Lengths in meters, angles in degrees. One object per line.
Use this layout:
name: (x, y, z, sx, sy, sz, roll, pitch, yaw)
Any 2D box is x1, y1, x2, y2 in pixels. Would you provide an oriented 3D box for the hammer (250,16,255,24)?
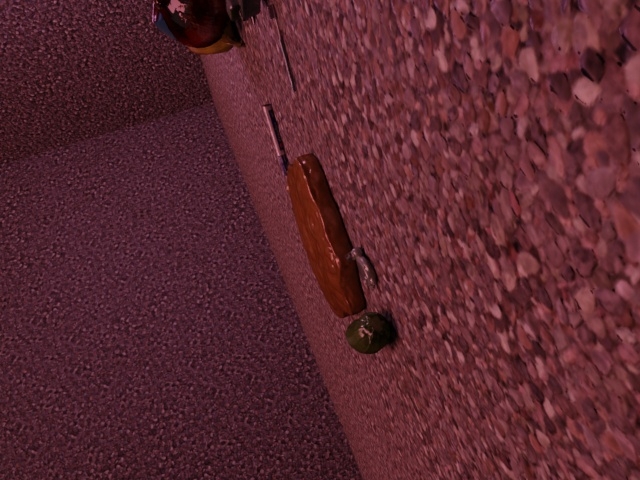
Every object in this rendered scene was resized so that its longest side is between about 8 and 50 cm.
hammer: (-0.174, -0.578, 1.191, 0.065, 0.021, 0.178, -127, 17, -63)

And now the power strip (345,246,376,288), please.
power strip: (0.075, 0.051, 0.972, 0.055, 0.035, 0.083, 91, 156, -65)

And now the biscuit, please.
biscuit: (-0.002, 0.001, 1.232, 0.365, 0.062, 0.385, 165, 86, -80)

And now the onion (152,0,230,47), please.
onion: (-0.367, -0.666, 1.434, 0.272, 0.195, 0.272, 11, 105, 43)

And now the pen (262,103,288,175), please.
pen: (-0.120, -0.276, 1.468, 0.025, 0.025, 0.204, -133, 24, -68)

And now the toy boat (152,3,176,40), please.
toy boat: (-0.439, -0.797, 1.675, 0.136, 0.079, 0.392, 32, -128, -38)

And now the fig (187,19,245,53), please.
fig: (-0.303, -0.616, 1.585, 0.257, 0.159, 0.159, 36, 150, 36)

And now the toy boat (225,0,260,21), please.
toy boat: (-0.162, -0.542, 0.953, 0.319, 0.092, 0.141, 108, 140, -74)

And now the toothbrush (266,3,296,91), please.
toothbrush: (-0.076, -0.374, 1.037, 0.011, 0.014, 0.167, 31, 140, 62)

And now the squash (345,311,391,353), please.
squash: (0.091, 0.181, 1.028, 0.219, 0.068, 0.077, 105, 161, -73)
